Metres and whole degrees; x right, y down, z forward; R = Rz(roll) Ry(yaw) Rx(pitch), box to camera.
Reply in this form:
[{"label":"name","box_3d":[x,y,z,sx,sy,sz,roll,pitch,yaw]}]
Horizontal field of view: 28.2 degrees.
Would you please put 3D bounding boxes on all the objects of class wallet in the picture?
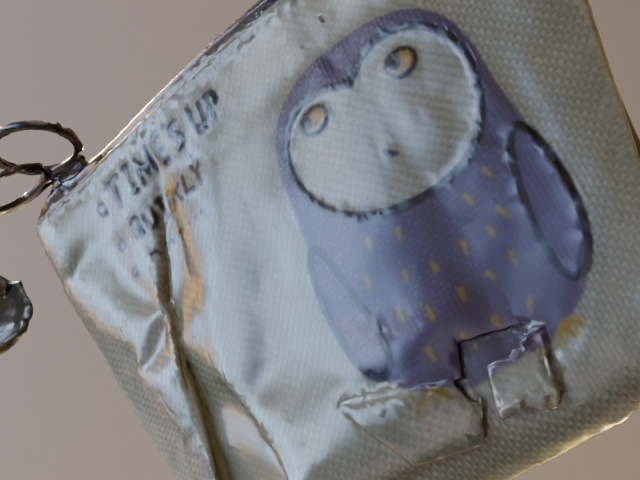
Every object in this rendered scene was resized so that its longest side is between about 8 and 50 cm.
[{"label":"wallet","box_3d":[0.001,-0.001,0.589,0.068,0.335,0.275,-6,-116,-61]}]

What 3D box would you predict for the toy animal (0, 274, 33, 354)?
[{"label":"toy animal","box_3d":[-0.278,0.075,0.802,0.094,0.186,0.214,18,-110,-61]}]
